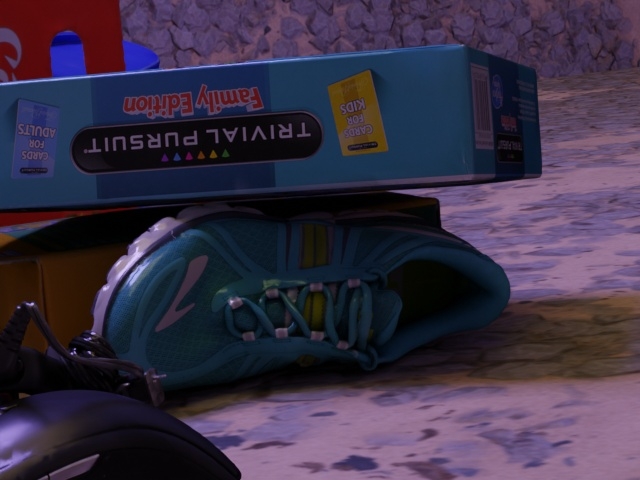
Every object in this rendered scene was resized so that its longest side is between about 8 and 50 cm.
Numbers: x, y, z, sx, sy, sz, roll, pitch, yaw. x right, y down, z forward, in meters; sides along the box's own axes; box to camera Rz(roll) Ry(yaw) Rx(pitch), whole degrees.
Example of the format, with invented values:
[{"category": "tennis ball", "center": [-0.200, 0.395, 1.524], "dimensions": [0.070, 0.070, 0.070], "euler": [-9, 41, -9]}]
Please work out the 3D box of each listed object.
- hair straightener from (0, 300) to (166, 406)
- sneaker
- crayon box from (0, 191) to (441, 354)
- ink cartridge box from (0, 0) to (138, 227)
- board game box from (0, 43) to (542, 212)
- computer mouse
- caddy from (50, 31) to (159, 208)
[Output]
[{"category": "hair straightener", "center": [-0.120, 0.060, 0.914], "dimensions": [0.089, 0.047, 0.230], "euler": [-6, -15, -7]}, {"category": "sneaker", "center": [-0.008, 0.032, 1.098], "dimensions": [0.275, 0.107, 0.110], "euler": [-11, 19, -35]}, {"category": "crayon box", "center": [-0.103, 0.024, 1.266], "dimensions": [0.323, 0.083, 0.203], "euler": [-8, 8, -21]}, {"category": "ink cartridge box", "center": [-0.313, -0.084, 1.378], "dimensions": [0.385, 0.308, 0.091], "euler": [-7, 8, -23]}, {"category": "board game box", "center": [-0.046, -0.065, 1.187], "dimensions": [0.336, 0.079, 0.254], "euler": [-4, 1, 16]}, {"category": "computer mouse", "center": [-0.142, 0.107, 0.769], "dimensions": [0.262, 0.060, 0.184], "euler": [-9, 8, -24]}, {"category": "caddy", "center": [-0.188, -0.064, 1.655], "dimensions": [0.241, 0.179, 0.341], "euler": [22, 16, 15]}]
